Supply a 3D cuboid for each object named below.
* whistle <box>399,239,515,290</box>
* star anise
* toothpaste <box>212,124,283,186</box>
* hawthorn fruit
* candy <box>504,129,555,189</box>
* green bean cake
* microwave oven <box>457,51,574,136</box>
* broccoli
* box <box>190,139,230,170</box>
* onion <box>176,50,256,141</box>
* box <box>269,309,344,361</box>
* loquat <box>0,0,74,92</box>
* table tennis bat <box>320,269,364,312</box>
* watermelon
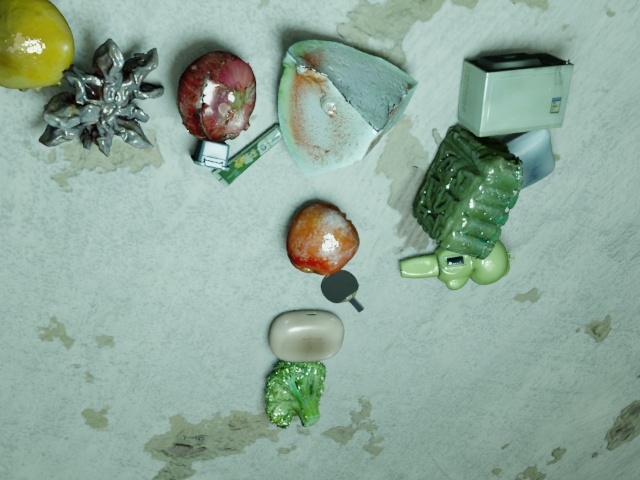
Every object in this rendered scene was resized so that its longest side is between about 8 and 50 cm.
[{"bbox_3d":[0.357,0.060,1.568,0.294,0.141,0.141,-8,125,11],"label":"whistle"},{"bbox_3d":[-0.402,-0.254,1.120,0.282,0.129,0.212,-41,154,-1],"label":"star anise"},{"bbox_3d":[-0.145,-0.192,1.304,0.204,0.031,0.049,-38,123,11],"label":"toothpaste"},{"bbox_3d":[0.000,0.000,1.386,0.172,0.173,0.173,-7,123,-12],"label":"hawthorn fruit"},{"bbox_3d":[0.489,-0.191,1.442,0.138,0.071,0.174,-28,146,11],"label":"candy"},{"bbox_3d":[0.329,-0.114,1.361,0.132,0.241,0.255,13,117,-18],"label":"green bean cake"},{"bbox_3d":[0.422,-0.326,1.324,0.204,0.129,0.163,-8,121,-12],"label":"microwave oven"},{"bbox_3d":[-0.060,0.422,1.615,0.194,0.194,0.220,35,103,-31],"label":"broccoli"},{"bbox_3d":[-0.225,-0.183,1.249,0.074,0.099,0.054,12,102,-22],"label":"box"},{"bbox_3d":[-0.211,-0.287,1.172,0.184,0.147,0.184,-38,150,-27],"label":"onion"},{"bbox_3d":[-0.035,0.251,1.576,0.200,0.088,0.146,2,119,-16],"label":"box"},{"bbox_3d":[-0.509,-0.336,1.040,0.172,0.149,0.204,-40,140,10],"label":"loquat"},{"bbox_3d":[0.064,0.137,1.579,0.095,0.014,0.158,-37,122,7],"label":"table tennis bat"},{"bbox_3d":[0.034,-0.240,1.215,0.319,0.214,0.290,15,118,-37],"label":"watermelon"}]
